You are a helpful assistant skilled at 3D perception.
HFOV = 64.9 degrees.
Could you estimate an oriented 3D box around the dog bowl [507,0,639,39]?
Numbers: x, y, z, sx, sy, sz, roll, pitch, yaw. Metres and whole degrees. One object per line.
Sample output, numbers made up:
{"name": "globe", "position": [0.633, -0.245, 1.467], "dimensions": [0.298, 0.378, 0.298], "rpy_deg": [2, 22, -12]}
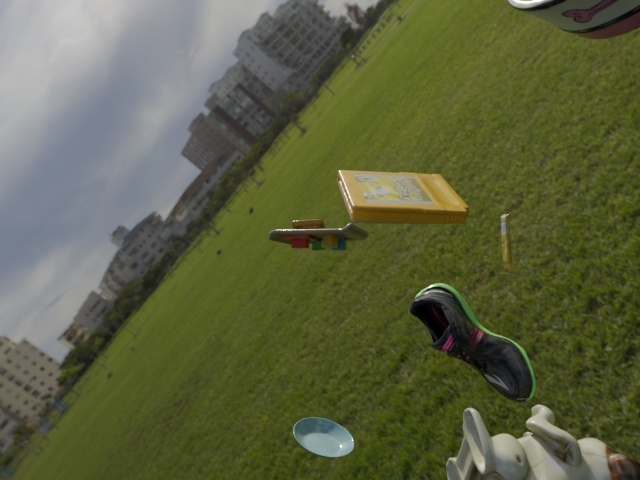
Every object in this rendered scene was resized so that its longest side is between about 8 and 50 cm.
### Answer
{"name": "dog bowl", "position": [0.511, -0.514, 0.812], "dimensions": [0.408, 0.150, 0.408], "rpy_deg": [-49, 23, 29]}

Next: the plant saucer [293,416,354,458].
{"name": "plant saucer", "position": [0.006, 0.621, 1.560], "dimensions": [0.195, 0.194, 0.038], "rpy_deg": [-107, 31, -76]}

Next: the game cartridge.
{"name": "game cartridge", "position": [0.223, -0.128, 1.417], "dimensions": [0.285, 0.323, 0.053], "rpy_deg": [-104, 15, -61]}

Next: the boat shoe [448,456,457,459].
{"name": "boat shoe", "position": [0.489, 0.752, 1.622], "dimensions": [0.335, 0.112, 0.096], "rpy_deg": [91, 177, -69]}

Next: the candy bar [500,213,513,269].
{"name": "candy bar", "position": [0.533, 0.001, 1.440], "dimensions": [0.040, 0.018, 0.162], "rpy_deg": [138, 134, -74]}

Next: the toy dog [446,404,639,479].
{"name": "toy dog", "position": [0.569, 0.585, 1.216], "dimensions": [0.395, 0.407, 0.285], "rpy_deg": [-108, 19, -66]}

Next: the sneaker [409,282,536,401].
{"name": "sneaker", "position": [0.470, 0.343, 1.628], "dimensions": [0.202, 0.483, 0.185], "rpy_deg": [-15, -46, -35]}

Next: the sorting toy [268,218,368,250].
{"name": "sorting toy", "position": [0.000, 0.000, 1.170], "dimensions": [0.195, 0.047, 0.347], "rpy_deg": [-5, -7, 19]}
